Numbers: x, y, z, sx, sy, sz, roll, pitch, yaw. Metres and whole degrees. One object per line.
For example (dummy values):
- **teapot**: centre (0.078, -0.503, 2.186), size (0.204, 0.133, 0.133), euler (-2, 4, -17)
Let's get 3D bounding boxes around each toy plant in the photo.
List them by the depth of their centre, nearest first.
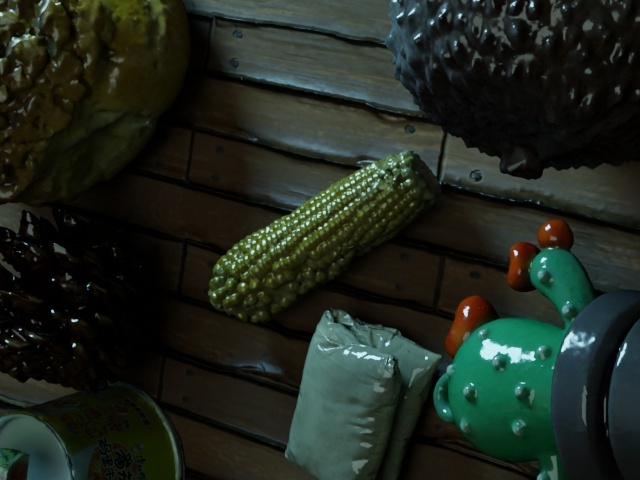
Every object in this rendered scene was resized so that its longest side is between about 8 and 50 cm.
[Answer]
- **toy plant**: centre (0.243, 0.143, 1.349), size (0.400, 0.185, 0.279), euler (2, 114, 45)

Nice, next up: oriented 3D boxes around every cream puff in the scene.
- **cream puff**: centre (-0.320, -0.197, 1.716), size (0.343, 0.231, 0.327), euler (1, 85, 38)

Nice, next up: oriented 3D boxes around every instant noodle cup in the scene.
- **instant noodle cup**: centre (-0.277, 0.263, 1.761), size (0.205, 0.153, 0.204), euler (3, 94, 38)

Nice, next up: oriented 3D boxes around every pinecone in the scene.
- **pinecone**: centre (-0.292, 0.060, 1.737), size (0.221, 0.221, 0.221), euler (2, 93, 37)

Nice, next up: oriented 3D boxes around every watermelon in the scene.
- **watermelon**: centre (-0.355, 0.255, 1.671), size (0.092, 0.084, 0.072), euler (-11, 75, 17)

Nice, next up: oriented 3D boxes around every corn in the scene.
- **corn**: centre (0.000, 0.000, 1.582), size (0.288, 0.086, 0.086), euler (-32, 73, 32)

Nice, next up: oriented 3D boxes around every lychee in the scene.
- **lychee**: centre (0.195, -0.188, 1.305), size (0.300, 0.300, 0.300), euler (2, 93, 37)

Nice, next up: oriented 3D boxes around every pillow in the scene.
- **pillow**: centre (0.034, 0.171, 1.569), size (0.134, 0.078, 0.181), euler (28, 111, 36)
